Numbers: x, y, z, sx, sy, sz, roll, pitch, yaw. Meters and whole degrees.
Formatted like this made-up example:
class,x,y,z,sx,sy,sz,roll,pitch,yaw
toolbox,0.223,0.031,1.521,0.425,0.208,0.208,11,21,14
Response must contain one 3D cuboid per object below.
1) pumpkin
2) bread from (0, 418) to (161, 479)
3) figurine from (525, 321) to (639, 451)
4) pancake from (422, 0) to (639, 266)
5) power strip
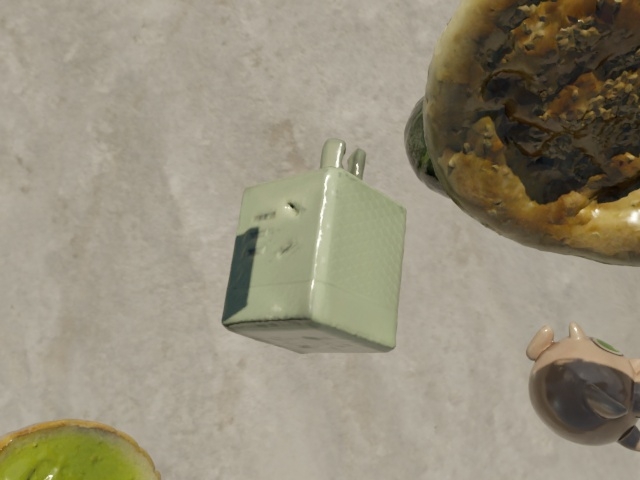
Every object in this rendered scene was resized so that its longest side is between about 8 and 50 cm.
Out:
class,x,y,z,sx,sy,sz,roll,pitch,yaw
pumpkin,0.179,-0.113,0.797,0.167,0.167,0.125,30,122,25
bread,-0.270,0.305,0.735,0.070,0.236,0.235,-25,71,53
figurine,0.287,0.159,0.747,0.125,0.125,0.138,-58,39,9
pancake,0.198,-0.094,0.447,0.283,0.049,0.282,7,128,9
power strip,0.000,0.000,0.750,0.140,0.139,0.224,-10,65,42
